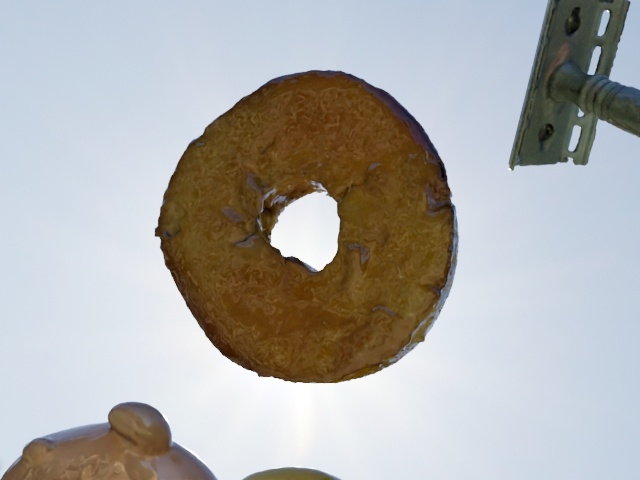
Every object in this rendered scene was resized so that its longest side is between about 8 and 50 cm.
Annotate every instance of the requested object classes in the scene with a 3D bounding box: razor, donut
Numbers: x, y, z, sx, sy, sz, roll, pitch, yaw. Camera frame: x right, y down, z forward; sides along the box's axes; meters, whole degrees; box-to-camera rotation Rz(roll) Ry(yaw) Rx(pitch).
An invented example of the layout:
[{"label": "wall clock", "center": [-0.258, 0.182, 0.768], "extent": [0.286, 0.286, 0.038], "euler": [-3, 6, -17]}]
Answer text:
[{"label": "razor", "center": [0.205, -0.052, 0.909], "extent": [0.232, 0.068, 0.106], "euler": [32, -62, 43]}, {"label": "donut", "center": [0.000, 0.000, 0.921], "extent": [0.178, 0.162, 0.065], "euler": [66, 10, 25]}]

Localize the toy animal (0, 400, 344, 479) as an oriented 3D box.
[{"label": "toy animal", "center": [-0.095, 0.293, 1.263], "extent": [0.278, 0.246, 0.345], "euler": [-28, -60, 34]}]
